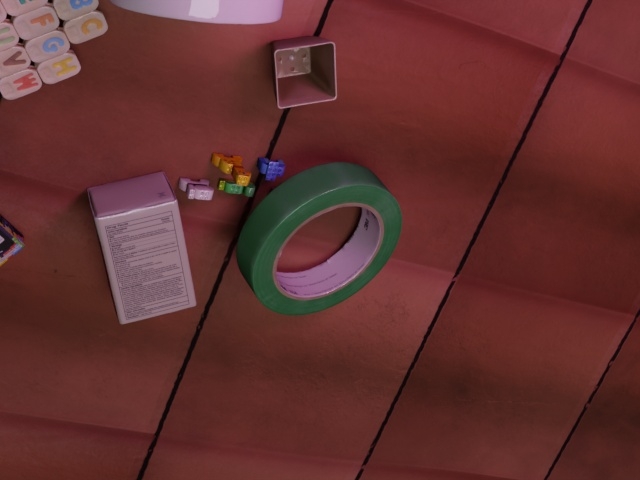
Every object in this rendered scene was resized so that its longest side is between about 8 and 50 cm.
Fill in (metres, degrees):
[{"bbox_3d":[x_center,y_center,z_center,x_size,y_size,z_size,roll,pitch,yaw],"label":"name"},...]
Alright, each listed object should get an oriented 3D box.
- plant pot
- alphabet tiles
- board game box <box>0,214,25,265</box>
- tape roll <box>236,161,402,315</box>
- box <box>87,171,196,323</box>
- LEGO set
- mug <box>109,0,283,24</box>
[{"bbox_3d":[-0.038,-0.308,2.019,0.109,0.096,0.109,-10,121,-13],"label":"plant pot"},{"bbox_3d":[-0.486,-0.337,1.818,0.278,0.021,0.284,-23,148,-7],"label":"alphabet tiles"},{"bbox_3d":[-0.634,0.008,2.016,0.170,0.048,0.141,-38,122,4],"label":"board game box"},{"bbox_3d":[0.000,0.000,2.163,0.321,0.077,0.321,-21,139,-19],"label":"tape roll"},{"bbox_3d":[-0.325,0.013,2.081,0.149,0.127,0.232,-13,122,-12],"label":"box"},{"bbox_3d":[-0.136,-0.106,2.101,0.227,0.093,0.087,4,116,-22],"label":"LEGO set"},{"bbox_3d":[-0.130,-0.514,1.751,0.374,0.276,0.328,5,110,-6],"label":"mug"}]
